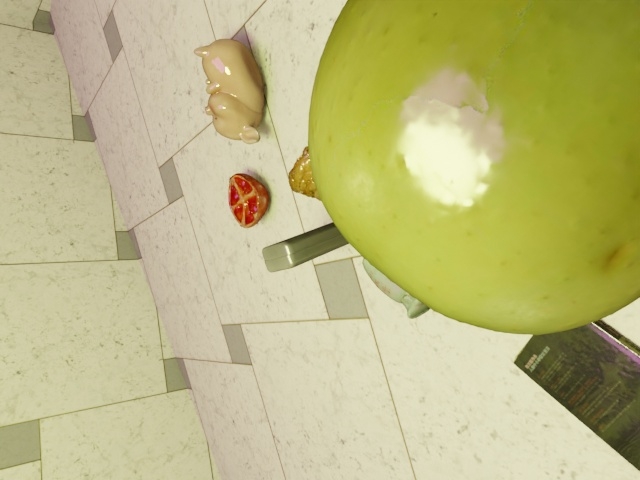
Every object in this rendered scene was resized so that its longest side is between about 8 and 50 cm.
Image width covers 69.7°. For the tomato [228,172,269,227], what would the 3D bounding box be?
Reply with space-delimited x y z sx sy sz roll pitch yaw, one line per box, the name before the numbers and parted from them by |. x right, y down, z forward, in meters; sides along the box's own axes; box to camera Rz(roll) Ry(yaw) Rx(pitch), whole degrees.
tomato | -0.194 -0.113 1.292 0.155 0.069 0.155 16 112 45

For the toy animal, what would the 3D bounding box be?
toy animal | -0.220 -0.377 1.166 0.166 0.154 0.250 -89 -6 -64

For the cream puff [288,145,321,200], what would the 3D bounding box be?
cream puff | 0.044 -0.133 0.954 0.169 0.183 0.183 41 136 2

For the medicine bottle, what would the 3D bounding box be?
medicine bottle | 0.173 0.052 0.852 0.143 0.147 0.147 49 135 25

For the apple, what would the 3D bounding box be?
apple | 0.211 -0.145 0.501 0.474 0.474 0.473 21 118 45

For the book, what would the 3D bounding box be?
book | 0.428 0.214 0.703 0.228 0.024 0.160 43 132 32

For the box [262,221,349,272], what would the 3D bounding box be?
box | 0.000 0.000 0.962 0.103 0.244 0.055 -16 94 51
